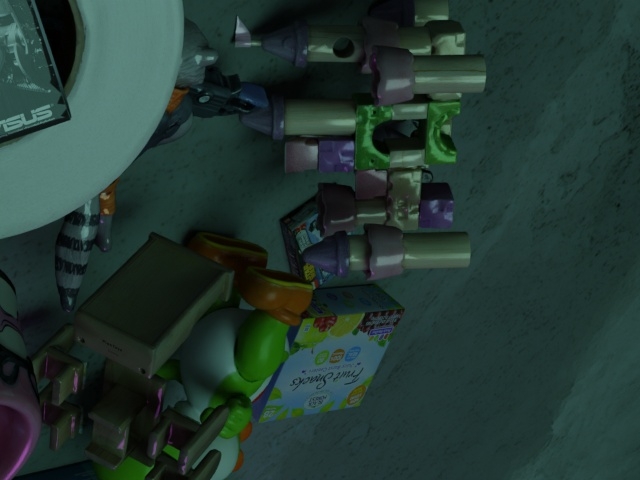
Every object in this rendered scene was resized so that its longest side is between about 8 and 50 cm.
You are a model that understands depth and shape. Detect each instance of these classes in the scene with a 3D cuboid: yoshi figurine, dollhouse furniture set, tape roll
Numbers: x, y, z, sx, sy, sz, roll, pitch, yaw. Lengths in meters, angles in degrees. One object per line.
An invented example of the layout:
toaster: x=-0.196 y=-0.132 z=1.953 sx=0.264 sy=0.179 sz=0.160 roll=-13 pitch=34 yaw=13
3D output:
yoshi figurine: x=-0.161 y=0.180 z=1.850 sx=0.203 sy=0.203 sz=0.362 roll=-69 pitch=180 yaw=-77
dollhouse furniture set: x=-0.195 y=0.141 z=1.715 sx=0.161 sy=0.212 sz=0.242 roll=-49 pitch=159 yaw=-46
tape roll: x=-0.312 y=-0.182 z=1.334 sx=0.392 sy=0.072 sz=0.392 roll=-9 pitch=120 yaw=-16

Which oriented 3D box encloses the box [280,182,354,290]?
box: x=0.000 y=0.000 z=2.013 sx=0.094 sy=0.027 sz=0.137 roll=-36 pitch=143 yaw=-21

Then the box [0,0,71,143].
box: x=-0.342 y=-0.150 z=1.264 sx=0.231 sy=0.056 sz=0.183 roll=-19 pitch=123 yaw=-10

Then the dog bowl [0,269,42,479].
dog bowl: x=-0.453 y=0.192 z=1.497 sx=0.408 sy=0.150 sz=0.408 roll=-28 pitch=156 yaw=-13

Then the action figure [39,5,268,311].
action figure: x=-0.190 y=-0.096 z=1.577 sx=0.341 sy=0.178 sz=0.330 roll=5 pitch=135 yaw=-39

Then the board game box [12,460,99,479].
board game box: x=-0.257 y=0.412 z=1.857 sx=0.253 sy=0.336 sz=0.079 roll=-7 pitch=129 yaw=-43

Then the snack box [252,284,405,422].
snack box: x=-0.002 y=0.154 z=2.122 sx=0.207 sy=0.070 sz=0.174 roll=-1 pitch=124 yaw=-46

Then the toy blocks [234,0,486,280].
toy blocks: x=0.029 y=-0.135 z=1.797 sx=0.260 sy=0.309 sz=0.289 roll=-2 pitch=119 yaw=-6
